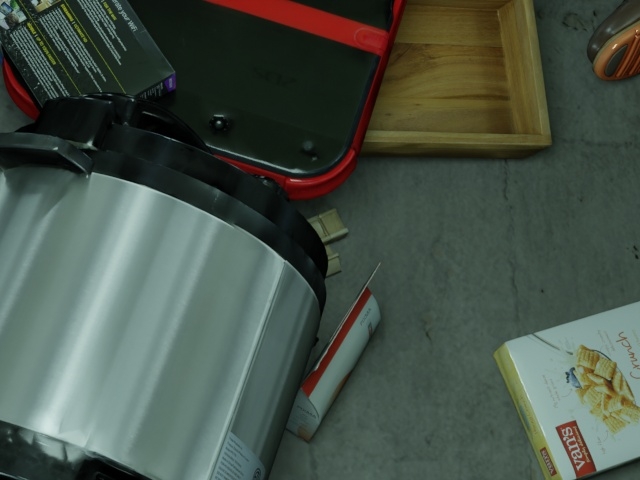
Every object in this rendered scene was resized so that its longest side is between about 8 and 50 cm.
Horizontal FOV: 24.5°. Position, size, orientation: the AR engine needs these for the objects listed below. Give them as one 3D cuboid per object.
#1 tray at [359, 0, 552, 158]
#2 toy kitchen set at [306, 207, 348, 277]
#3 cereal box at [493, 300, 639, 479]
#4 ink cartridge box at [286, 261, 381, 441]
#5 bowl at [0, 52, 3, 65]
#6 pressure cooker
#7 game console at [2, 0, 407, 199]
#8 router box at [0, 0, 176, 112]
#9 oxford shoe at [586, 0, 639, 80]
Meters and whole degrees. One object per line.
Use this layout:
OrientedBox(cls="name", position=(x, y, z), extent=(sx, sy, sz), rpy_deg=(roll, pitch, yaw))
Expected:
OrientedBox(cls="tray", position=(0.062, -0.200, 1.690), extent=(0.411, 0.076, 0.202), rpy_deg=(0, 77, -26))
OrientedBox(cls="toy kitchen set", position=(0.000, 0.000, 1.643), extent=(0.083, 0.075, 0.068), rpy_deg=(-23, 76, -20))
OrientedBox(cls="cereal box", position=(0.337, 0.169, 1.686), extent=(0.240, 0.047, 0.173), rpy_deg=(-15, 72, -22))
OrientedBox(cls="ink cartridge box", position=(0.024, 0.118, 1.539), extent=(0.045, 0.179, 0.145), rpy_deg=(33, 62, 0))
OrientedBox(cls="bowl", position=(-0.205, -0.291, 1.672), extent=(0.391, 0.077, 0.391), rpy_deg=(6, 75, -23))
OrientedBox(cls="pressure cooker", position=(-0.186, 0.086, 1.386), extent=(0.376, 0.370, 0.420), rpy_deg=(23, 66, -10))
OrientedBox(cls="game console", position=(-0.113, -0.244, 1.557), extent=(0.387, 0.060, 0.342), rpy_deg=(17, 73, -1))
OrientedBox(cls="router box", position=(-0.247, -0.198, 1.478), extent=(0.133, 0.046, 0.179), rpy_deg=(-31, 79, -13))
OrientedBox(cls="oxford shoe", position=(0.431, -0.328, 1.907), extent=(0.133, 0.130, 0.364), rpy_deg=(40, 53, 14))
